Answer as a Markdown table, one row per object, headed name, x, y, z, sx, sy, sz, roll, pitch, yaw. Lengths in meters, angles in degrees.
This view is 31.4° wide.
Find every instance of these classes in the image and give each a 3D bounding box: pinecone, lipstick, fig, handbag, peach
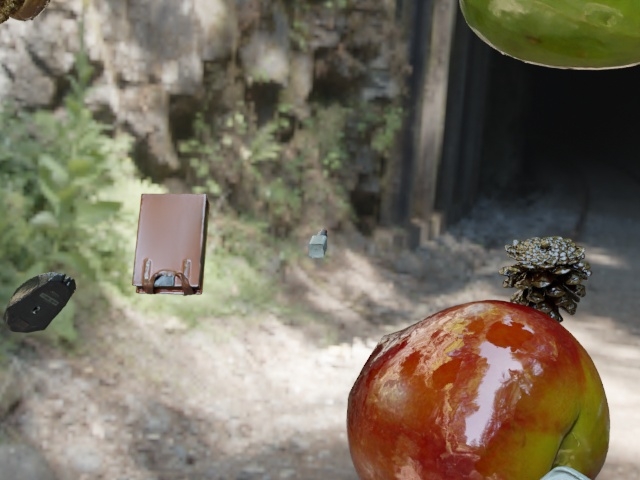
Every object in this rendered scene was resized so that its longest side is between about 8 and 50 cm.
| name | x | y | z | sx | sy | sz | roll | pitch | yaw |
| --- | --- | --- | --- | --- | --- | --- | --- | --- | --- |
| pinecone | 0.491 | 0.087 | 2.493 | 0.207 | 0.208 | 0.208 | 4 | 7 | 0 |
| lipstick | 0.000 | 0.000 | 1.903 | 0.025 | 0.025 | 0.107 | 0 | 18 | 8 |
| fig | 0.354 | -0.364 | 1.615 | 0.326 | 0.258 | 0.258 | 30 | 18 | 25 |
| handbag | -0.275 | 0.008 | 2.105 | 0.127 | 0.190 | 0.063 | 0 | -23 | 3 |
| peach | 0.218 | 0.268 | 1.680 | 0.388 | 0.388 | 0.388 | 4 | 7 | 0 |

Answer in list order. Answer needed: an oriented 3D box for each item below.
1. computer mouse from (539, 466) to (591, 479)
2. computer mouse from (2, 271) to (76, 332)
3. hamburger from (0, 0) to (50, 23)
| name | x | y | z | sx | sy | sz | roll | pitch | yaw |
| --- | --- | --- | --- | --- | --- | --- | --- | --- | --- |
| computer mouse | 0.233 | 0.350 | 1.240 | 0.128 | 0.231 | 0.079 | 42 | 23 | 5 |
| computer mouse | -0.553 | 0.115 | 2.241 | 0.099 | 0.172 | 0.057 | 42 | 14 | -38 |
| hamburger | -0.529 | -0.482 | 1.891 | 0.211 | 0.245 | 0.260 | 9 | 7 | -18 |
